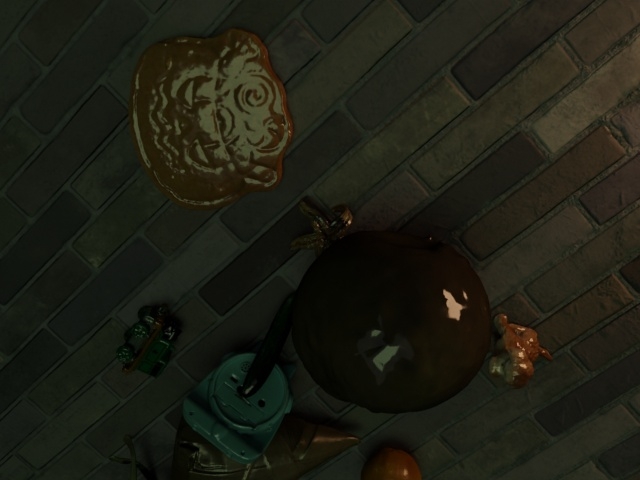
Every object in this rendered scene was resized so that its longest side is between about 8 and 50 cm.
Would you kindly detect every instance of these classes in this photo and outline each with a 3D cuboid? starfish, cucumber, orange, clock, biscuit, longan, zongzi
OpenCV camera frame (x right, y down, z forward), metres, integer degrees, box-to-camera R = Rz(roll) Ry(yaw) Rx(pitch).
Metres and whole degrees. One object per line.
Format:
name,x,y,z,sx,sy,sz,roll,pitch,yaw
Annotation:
starfish,0.000,0.001,1.384,0.147,0.074,0.189,0,111,1
cucumber,-0.114,0.251,1.427,0.056,0.056,0.284,28,73,-3
orange,0.184,0.609,1.542,0.159,0.159,0.136,6,69,5
clock,-0.179,0.373,1.444,0.224,0.274,0.094,34,152,6
biscuit,-0.248,-0.259,1.324,0.366,0.062,0.384,-9,108,9
longan,0.148,0.159,1.238,0.405,0.436,0.403,4,77,-17
zongzi,-0.169,0.686,1.577,0.468,0.218,0.499,12,113,-2

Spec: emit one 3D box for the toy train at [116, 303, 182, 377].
toy train,-0.431,0.260,1.519,0.136,0.091,0.227,33,109,-16

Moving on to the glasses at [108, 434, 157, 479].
glasses,-0.510,0.644,1.614,0.102,0.239,0.207,-41,82,-7

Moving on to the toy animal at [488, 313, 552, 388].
toy animal,0.470,0.276,1.363,0.184,0.185,0.104,26,109,-3
